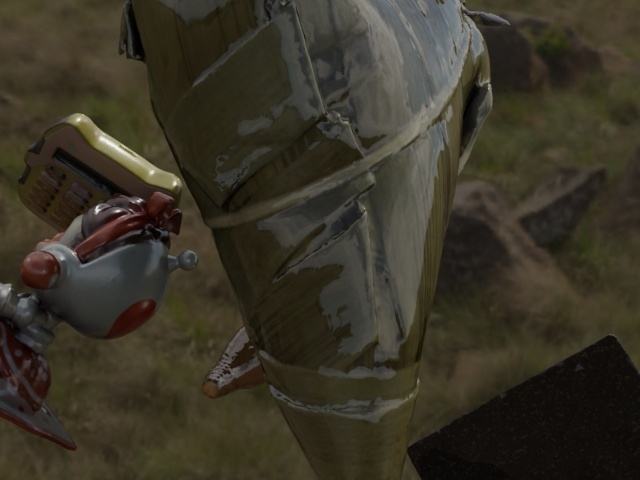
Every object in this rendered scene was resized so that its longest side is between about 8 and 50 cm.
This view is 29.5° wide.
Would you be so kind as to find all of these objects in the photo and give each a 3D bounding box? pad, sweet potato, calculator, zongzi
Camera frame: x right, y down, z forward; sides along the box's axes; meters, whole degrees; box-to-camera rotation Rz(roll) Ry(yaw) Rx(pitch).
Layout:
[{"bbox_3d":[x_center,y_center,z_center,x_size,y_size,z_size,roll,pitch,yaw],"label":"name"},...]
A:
[{"bbox_3d":[0.274,0.278,1.455,0.004,0.330,0.220,-15,73,-57],"label":"pad"},{"bbox_3d":[-0.011,0.075,1.216,0.314,0.072,0.066,-37,8,-37],"label":"sweet potato"},{"bbox_3d":[-0.220,-0.044,1.192,0.157,0.236,0.033,34,59,-11],"label":"calculator"},{"bbox_3d":[0.058,-0.028,1.083,0.218,0.467,0.500,-8,7,27],"label":"zongzi"}]

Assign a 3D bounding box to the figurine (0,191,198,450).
[{"bbox_3d":[-0.212,0.040,1.074,0.160,0.226,0.183,47,-3,29],"label":"figurine"}]
